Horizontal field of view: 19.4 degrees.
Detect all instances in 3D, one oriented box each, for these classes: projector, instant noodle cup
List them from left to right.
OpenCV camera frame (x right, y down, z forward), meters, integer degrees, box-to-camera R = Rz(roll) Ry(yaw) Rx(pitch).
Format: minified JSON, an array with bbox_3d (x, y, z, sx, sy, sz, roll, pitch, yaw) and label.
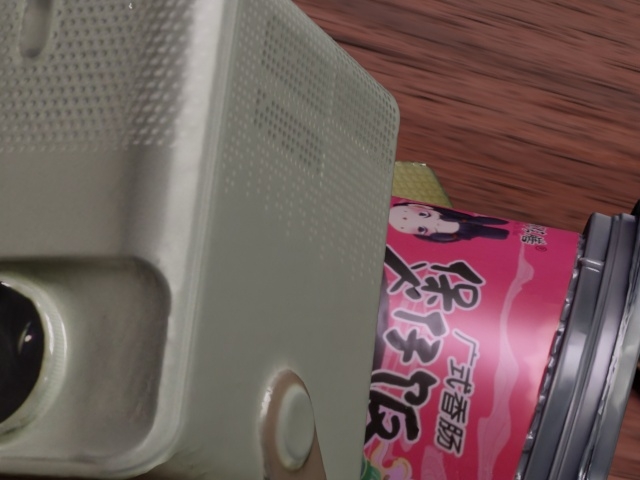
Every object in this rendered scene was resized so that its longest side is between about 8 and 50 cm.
[{"bbox_3d":[-0.074,0.019,0.722,0.177,0.163,0.243,33,61,-59],"label":"projector"},{"bbox_3d":[0.038,0.083,0.879,0.181,0.258,0.302,16,7,6],"label":"instant noodle cup"}]

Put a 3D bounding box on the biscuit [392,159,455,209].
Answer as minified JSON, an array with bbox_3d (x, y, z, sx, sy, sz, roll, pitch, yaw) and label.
[{"bbox_3d":[0.000,0.000,1.089,0.199,0.041,0.121,3,42,-31],"label":"biscuit"}]

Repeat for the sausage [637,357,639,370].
[{"bbox_3d":[0.269,0.002,1.192,0.123,0.123,0.253,39,38,12],"label":"sausage"}]
